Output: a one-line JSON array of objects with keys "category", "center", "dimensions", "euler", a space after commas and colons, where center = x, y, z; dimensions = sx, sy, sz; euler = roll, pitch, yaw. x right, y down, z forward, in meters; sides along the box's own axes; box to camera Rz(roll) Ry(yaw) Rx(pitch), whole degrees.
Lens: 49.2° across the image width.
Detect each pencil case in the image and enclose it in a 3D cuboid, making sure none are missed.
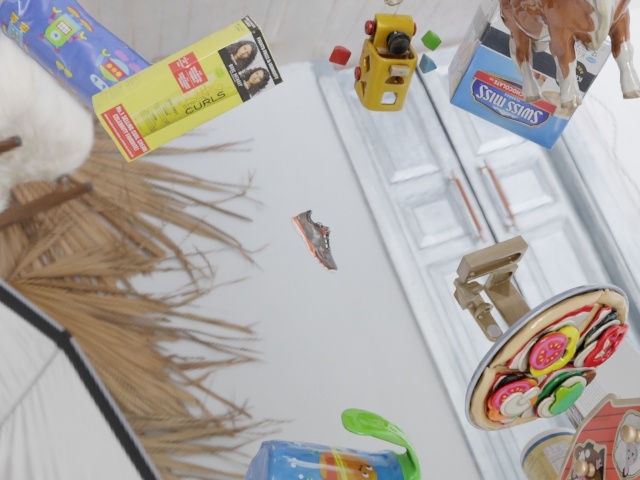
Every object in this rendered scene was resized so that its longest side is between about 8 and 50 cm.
[{"category": "pencil case", "center": [-0.373, -0.297, 1.138], "dimensions": [0.133, 0.306, 0.119], "euler": [-50, 175, 0]}]

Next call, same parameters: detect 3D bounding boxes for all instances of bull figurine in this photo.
[{"category": "bull figurine", "center": [0.258, -0.239, 0.727], "dimensions": [0.101, 0.188, 0.310], "euler": [-11, -165, 6]}]

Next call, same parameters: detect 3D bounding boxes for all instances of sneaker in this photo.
[{"category": "sneaker", "center": [0.000, 0.000, 1.542], "dimensions": [0.065, 0.158, 0.061], "euler": [-35, 178, 5]}]

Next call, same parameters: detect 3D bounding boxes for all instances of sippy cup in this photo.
[{"category": "sippy cup", "center": [0.001, 0.399, 1.022], "dimensions": [0.224, 0.305, 0.240], "euler": [20, 162, -14]}]

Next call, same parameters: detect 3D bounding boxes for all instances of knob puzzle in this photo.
[{"category": "knob puzzle", "center": [0.299, 0.257, 0.746], "dimensions": [0.030, 0.213, 0.213], "euler": [14, 161, -8]}]

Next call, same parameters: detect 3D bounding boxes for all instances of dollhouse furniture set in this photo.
[{"category": "dollhouse furniture set", "center": [0.309, 0.093, 1.167], "dimensions": [0.144, 0.123, 0.151], "euler": [-18, 149, -18]}]

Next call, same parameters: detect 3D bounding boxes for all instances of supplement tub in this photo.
[{"category": "supplement tub", "center": [0.495, 0.485, 1.378], "dimensions": [0.144, 0.144, 0.199], "euler": [-22, -151, 3]}]

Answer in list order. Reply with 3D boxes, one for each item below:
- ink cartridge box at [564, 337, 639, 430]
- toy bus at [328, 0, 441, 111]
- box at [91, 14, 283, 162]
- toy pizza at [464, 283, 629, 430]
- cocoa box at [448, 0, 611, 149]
[{"category": "ink cartridge box", "center": [0.469, 0.282, 1.087], "dimensions": [0.130, 0.309, 0.272], "euler": [-31, 127, 5]}, {"category": "toy bus", "center": [0.134, -0.342, 1.329], "dimensions": [0.191, 0.104, 0.202], "euler": [-34, 136, 17]}, {"category": "box", "center": [-0.171, -0.197, 0.911], "dimensions": [0.232, 0.058, 0.087], "euler": [-27, 129, -3]}, {"category": "toy pizza", "center": [0.232, 0.127, 0.697], "dimensions": [0.201, 0.032, 0.201], "euler": [-19, 135, -20]}, {"category": "cocoa box", "center": [0.413, -0.374, 1.446], "dimensions": [0.347, 0.231, 0.228], "euler": [-70, -175, -64]}]
